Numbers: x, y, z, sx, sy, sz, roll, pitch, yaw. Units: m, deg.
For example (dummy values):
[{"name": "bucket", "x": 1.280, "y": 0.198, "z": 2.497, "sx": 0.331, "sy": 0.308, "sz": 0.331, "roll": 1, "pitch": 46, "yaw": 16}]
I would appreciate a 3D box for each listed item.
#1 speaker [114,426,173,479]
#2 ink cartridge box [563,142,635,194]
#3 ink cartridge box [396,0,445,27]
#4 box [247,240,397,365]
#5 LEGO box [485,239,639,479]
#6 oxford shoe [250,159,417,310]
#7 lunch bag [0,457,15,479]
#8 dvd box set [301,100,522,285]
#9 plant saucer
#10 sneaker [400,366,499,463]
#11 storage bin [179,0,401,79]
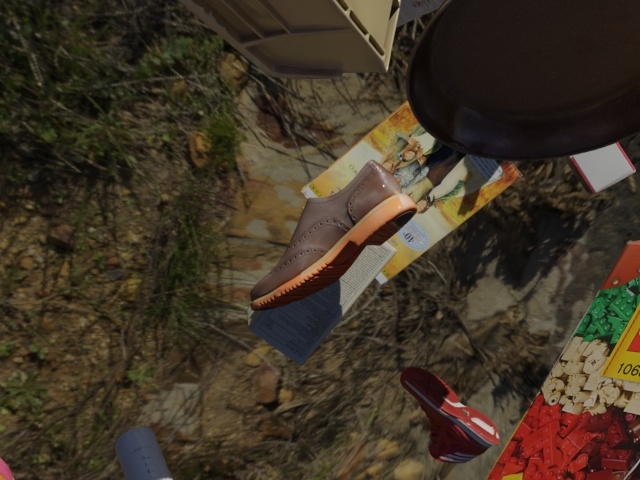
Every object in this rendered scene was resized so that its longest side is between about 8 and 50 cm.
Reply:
[{"name": "speaker", "x": -0.218, "y": 0.308, "z": 0.924, "sx": 0.055, "sy": 0.055, "sz": 0.136, "roll": -40, "pitch": 55, "yaw": 5}, {"name": "ink cartridge box", "x": 0.370, "y": -0.123, "z": 0.994, "sx": 0.063, "sy": 0.150, "sz": 0.109, "roll": -33, "pitch": 84, "yaw": 16}, {"name": "ink cartridge box", "x": 0.111, "y": -0.463, "z": 1.324, "sx": 0.225, "sy": 0.181, "sz": 0.056, "roll": -18, "pitch": 61, "yaw": 34}, {"name": "box", "x": -0.003, "y": 0.084, "z": 1.480, "sx": 0.148, "sy": 0.121, "sz": 0.311, "roll": 38, "pitch": 97, "yaw": -16}, {"name": "LEGO box", "x": 0.396, "y": 0.293, "z": 0.604, "sx": 0.500, "sy": 0.193, "sz": 0.372, "roll": 42, "pitch": 74, "yaw": -15}, {"name": "oxford shoe", "x": 0.000, "y": 0.000, "z": 1.311, "sx": 0.364, "sy": 0.130, "sz": 0.132, "roll": -37, "pitch": 74, "yaw": 16}, {"name": "lunch bag", "x": -0.255, "y": 0.275, "z": 0.363, "sx": 0.258, "sy": 0.120, "sz": 0.293, "roll": -16, "pitch": 101, "yaw": -30}, {"name": "dvd box set", "x": 0.209, "y": -0.138, "z": 1.695, "sx": 0.420, "sy": 0.062, "sz": 0.307, "roll": -39, "pitch": 97, "yaw": 11}, {"name": "plant saucer", "x": 0.235, "y": -0.183, "z": 0.691, "sx": 0.311, "sy": 0.310, "sz": 0.050, "roll": -8, "pitch": 60, "yaw": 10}, {"name": "sneaker", "x": 0.215, "y": 0.346, "z": 1.365, "sx": 0.221, "sy": 0.087, "sz": 0.128, "roll": 39, "pitch": 117, "yaw": 2}, {"name": "storage bin", "x": -0.019, "y": -0.293, "z": 0.541, "sx": 0.123, "sy": 0.260, "sz": 0.262, "roll": 6, "pitch": 79, "yaw": 28}]
